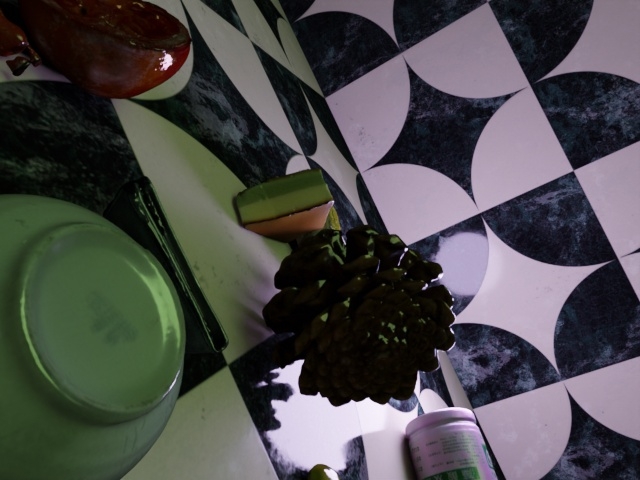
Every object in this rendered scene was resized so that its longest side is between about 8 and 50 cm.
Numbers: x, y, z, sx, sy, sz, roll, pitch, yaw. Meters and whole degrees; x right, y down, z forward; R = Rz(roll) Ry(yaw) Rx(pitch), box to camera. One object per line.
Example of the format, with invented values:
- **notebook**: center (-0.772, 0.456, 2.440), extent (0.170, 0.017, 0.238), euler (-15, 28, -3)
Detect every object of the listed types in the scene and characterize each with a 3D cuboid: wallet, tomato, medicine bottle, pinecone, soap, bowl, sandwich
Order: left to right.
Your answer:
- **bowl**: center (-0.236, 0.088, 0.395), extent (0.307, 0.164, 0.307), euler (56, 20, -33)
- **tomato**: center (-0.328, -0.298, 0.696), extent (0.233, 0.139, 0.200), euler (11, 38, -25)
- **wallet**: center (-0.198, 0.041, 0.559), extent (0.036, 0.167, 0.222), euler (-29, 94, -37)
- **sandwich**: center (-0.097, -0.067, 1.094), extent (0.186, 0.220, 0.108), euler (116, -46, -64)
- **soap**: center (0.016, 0.456, 0.772), extent (0.089, 0.045, 0.140), euler (34, 34, -51)
- **pinecone**: center (0.057, 0.117, 0.910), extent (0.384, 0.385, 0.384), euler (54, 20, -30)
- **medicine bottle**: center (0.370, 0.652, 1.236), extent (0.212, 0.212, 0.325), euler (46, 26, -45)

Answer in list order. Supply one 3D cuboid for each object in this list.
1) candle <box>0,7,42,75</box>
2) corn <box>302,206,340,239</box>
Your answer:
- **candle**: center (-0.463, -0.351, 0.534), extent (0.329, 0.048, 0.051), euler (57, -22, -21)
- **corn**: center (-0.005, 0.000, 1.238), extent (0.123, 0.122, 0.305), euler (42, 26, -32)
